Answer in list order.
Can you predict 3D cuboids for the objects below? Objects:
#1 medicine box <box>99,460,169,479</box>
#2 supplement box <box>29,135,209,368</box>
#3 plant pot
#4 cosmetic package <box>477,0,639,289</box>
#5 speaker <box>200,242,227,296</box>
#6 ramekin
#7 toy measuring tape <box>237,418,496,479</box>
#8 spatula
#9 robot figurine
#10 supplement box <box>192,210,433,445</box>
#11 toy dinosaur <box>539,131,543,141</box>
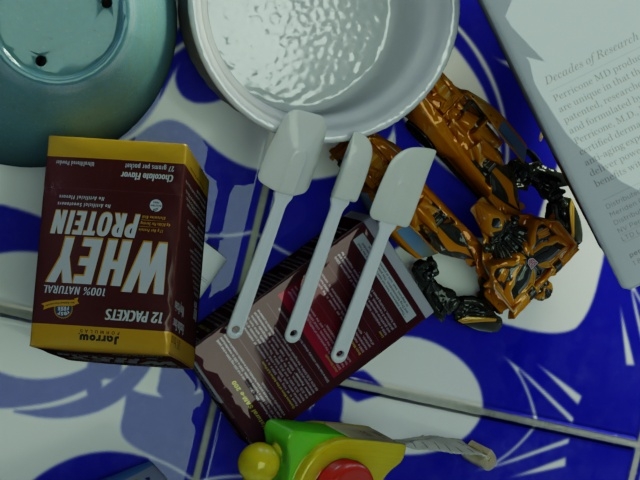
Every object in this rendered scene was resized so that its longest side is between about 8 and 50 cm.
[{"bbox_3d":[-0.232,0.350,1.606,0.263,0.289,0.149,-20,102,-15],"label":"medicine box"},{"bbox_3d":[-0.186,0.017,1.612,0.129,0.191,0.194,4,82,3],"label":"supplement box"},{"bbox_3d":[-0.262,-0.211,1.601,0.290,0.195,0.290,-1,94,-17],"label":"plant pot"},{"bbox_3d":[0.266,-0.201,1.694,0.161,0.230,0.453,-26,97,8],"label":"cosmetic package"},{"bbox_3d":[-0.154,0.058,1.729,0.055,0.055,0.136,36,84,-16],"label":"speaker"},{"bbox_3d":[-0.012,-0.238,1.707,0.277,0.135,0.277,-1,95,-18],"label":"ramekin"},{"bbox_3d":[0.045,0.253,1.758,0.330,0.121,0.121,11,91,-40],"label":"toy measuring tape"},{"bbox_3d":[0.000,0.000,1.683,0.168,0.019,0.242,13,107,-25],"label":"spatula"},{"bbox_3d":[0.156,-0.037,1.798,0.211,0.085,0.291,-46,107,-8],"label":"robot figurine"},{"bbox_3d":[-0.017,0.090,1.764,0.239,0.073,0.130,-36,105,-12],"label":"supplement box"},{"bbox_3d":[0.253,-0.228,1.838,0.112,0.064,0.212,-20,98,5],"label":"toy dinosaur"}]
